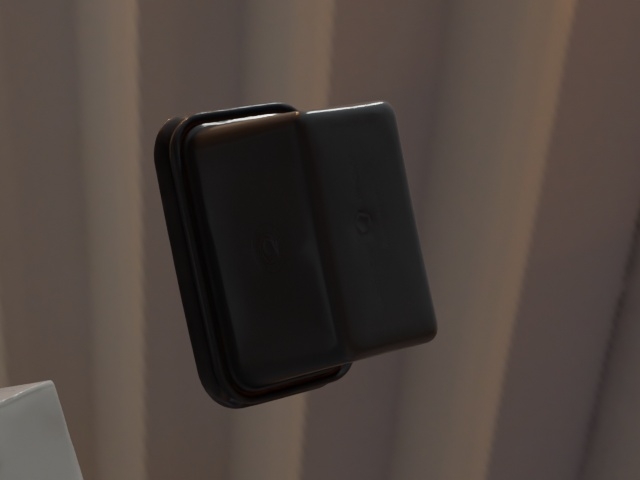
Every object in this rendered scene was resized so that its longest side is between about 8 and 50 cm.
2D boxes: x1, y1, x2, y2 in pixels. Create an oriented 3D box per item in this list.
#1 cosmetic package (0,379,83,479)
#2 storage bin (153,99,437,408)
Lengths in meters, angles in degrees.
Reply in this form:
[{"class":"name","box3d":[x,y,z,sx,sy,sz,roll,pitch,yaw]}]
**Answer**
[{"class":"cosmetic package","box3d":[-0.190,0.207,1.028,0.117,0.085,0.231,-11,-83,28]},{"class":"storage bin","box3d":[0.000,0.000,0.760,0.091,0.098,0.135,-11,-90,52]}]
